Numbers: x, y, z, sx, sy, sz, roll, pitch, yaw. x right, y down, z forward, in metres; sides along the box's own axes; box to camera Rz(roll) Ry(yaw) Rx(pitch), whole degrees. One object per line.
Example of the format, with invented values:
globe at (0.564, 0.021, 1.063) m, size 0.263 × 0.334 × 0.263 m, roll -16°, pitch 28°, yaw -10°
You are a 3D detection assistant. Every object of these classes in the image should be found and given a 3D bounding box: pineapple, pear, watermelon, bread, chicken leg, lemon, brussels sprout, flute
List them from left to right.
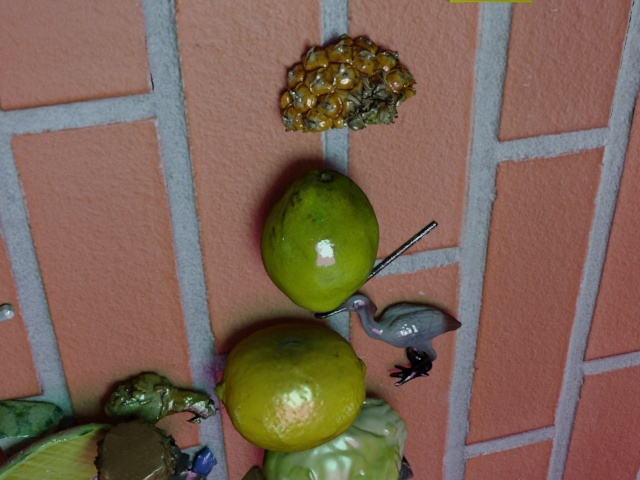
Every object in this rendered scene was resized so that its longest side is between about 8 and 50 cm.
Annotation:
watermelon at (-0.587, 0.376, 1.659) m, size 0.121 × 0.098 × 0.158 m, roll 32°, pitch 119°, yaw -24°
bread at (-0.512, 0.434, 1.683) m, size 0.301 × 0.045 × 0.301 m, roll -26°, pitch 156°, yaw -13°
pineapple at (-0.331, 0.463, 1.719) m, size 0.166 × 0.165 × 0.364 m, roll -21°, pitch 153°, yaw -4°
chicken leg at (-0.309, 0.315, 1.715) m, size 0.228 × 0.088 × 0.103 m, roll 4°, pitch 108°, yaw -16°
lemon at (-0.051, 0.282, 1.679) m, size 0.284 × 0.260 × 0.260 m, roll -9°, pitch 127°, yaw -39°
pear at (0.000, 0.000, 1.540) m, size 0.213 × 0.212 × 0.269 m, roll -6°, pitch 118°, yaw -15°
brussels sprout at (0.036, 0.475, 1.850) m, size 0.317 × 0.243 × 0.273 m, roll -13°, pitch 100°, yaw -15°
pineapple at (0.052, -0.255, 1.425) m, size 0.250 × 0.164 × 0.139 m, roll -17°, pitch 118°, yaw -3°
flute at (0.127, 0.048, 1.729) m, size 0.269 × 0.014 × 0.014 m, roll -39°, pitch 125°, yaw 9°

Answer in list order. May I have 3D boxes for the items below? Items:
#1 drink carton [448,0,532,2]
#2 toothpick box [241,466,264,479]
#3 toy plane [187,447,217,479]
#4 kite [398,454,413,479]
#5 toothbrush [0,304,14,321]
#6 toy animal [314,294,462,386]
drink carton at (0.271, -0.550, 1.334) m, size 0.155 × 0.111 × 0.351 m, roll -4°, pitch 124°, yaw -15°
toothpick box at (-0.058, 0.668, 1.972) m, size 0.308 × 0.190 × 0.187 m, roll 24°, pitch 110°, yaw -33°
toy plane at (-0.258, 0.513, 1.885) m, size 0.062 × 0.054 × 0.167 m, roll -9°, pitch 127°, yaw -44°
kite at (0.133, 0.494, 2.016) m, size 0.152 × 0.015 × 0.285 m, roll -17°, pitch 125°, yaw -7°
toothbrush at (-0.707, 0.185, 1.538) m, size 0.342 × 0.025 × 0.030 m, roll -22°, pitch 133°, yaw -3°
toy animal at (0.162, 0.181, 1.778) m, size 0.195 × 0.090 × 0.324 m, roll -41°, pitch 127°, yaw 10°
